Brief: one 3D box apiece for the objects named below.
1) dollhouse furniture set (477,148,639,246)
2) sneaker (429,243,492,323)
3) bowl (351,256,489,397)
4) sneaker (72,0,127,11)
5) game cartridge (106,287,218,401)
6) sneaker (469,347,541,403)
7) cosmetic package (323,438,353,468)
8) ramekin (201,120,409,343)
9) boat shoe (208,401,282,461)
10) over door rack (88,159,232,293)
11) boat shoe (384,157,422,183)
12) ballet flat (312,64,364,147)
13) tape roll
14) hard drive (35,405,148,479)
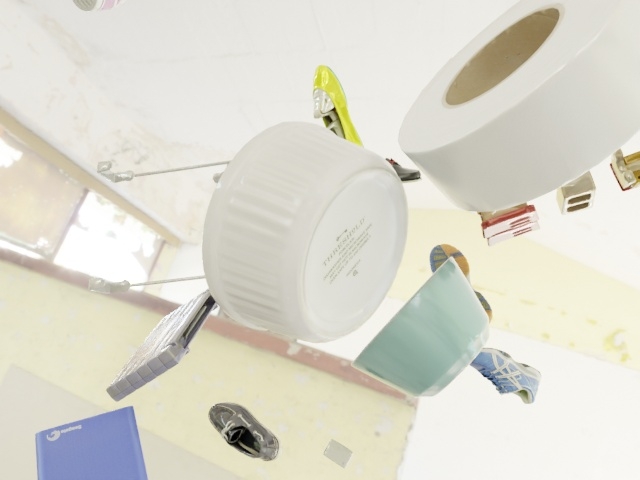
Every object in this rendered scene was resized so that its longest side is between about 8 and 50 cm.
[{"bbox_3d":[0.485,-0.149,0.985,0.374,0.201,0.152,-20,-22,20],"label":"dollhouse furniture set"},{"bbox_3d":[0.381,0.147,1.368,0.111,0.296,0.131,-11,-40,-3],"label":"sneaker"},{"bbox_3d":[0.225,0.201,0.990,0.163,0.311,0.311,44,-10,15],"label":"bowl"},{"bbox_3d":[-0.449,-0.632,0.994,0.102,0.161,0.282,24,-56,8],"label":"sneaker"},{"bbox_3d":[-0.412,0.271,1.312,0.068,0.230,0.355,49,18,-12],"label":"game cartridge"},{"bbox_3d":[0.439,0.323,1.160,0.211,0.081,0.080,23,-33,-4],"label":"sneaker"},{"bbox_3d":[0.044,0.503,1.128,0.060,0.041,0.115,27,-22,16],"label":"cosmetic package"},{"bbox_3d":[0.000,0.000,0.591,0.127,0.273,0.273,21,-12,36],"label":"ramekin"},{"bbox_3d":[-0.174,0.398,1.013,0.206,0.075,0.065,17,-7,35],"label":"boat shoe"},{"bbox_3d":[-0.238,-0.029,0.886,0.324,0.240,0.108,-4,-16,-5],"label":"over door rack"},{"bbox_3d":[0.116,-0.123,0.840,0.133,0.042,0.049,14,23,38],"label":"boat shoe"},{"bbox_3d":[0.028,-0.263,1.044,0.077,0.077,0.231,0,-62,56],"label":"ballet flat"},{"bbox_3d":[0.224,-0.168,0.534,0.100,0.286,0.286,41,-22,-18],"label":"tape roll"},{"bbox_3d":[-0.484,0.532,1.032,0.210,0.319,0.040,-10,-44,-26],"label":"hard drive"}]
